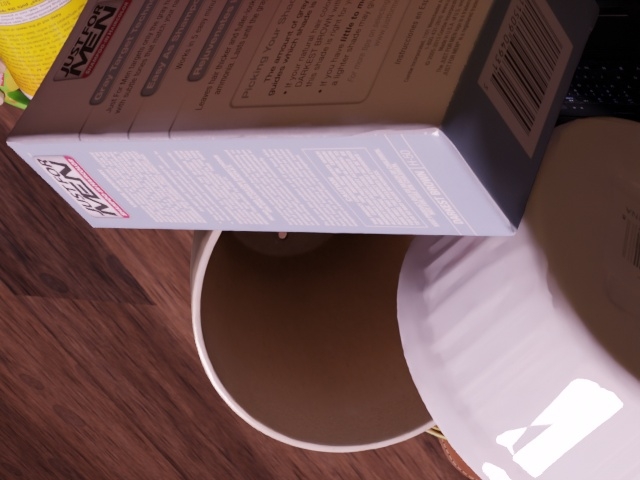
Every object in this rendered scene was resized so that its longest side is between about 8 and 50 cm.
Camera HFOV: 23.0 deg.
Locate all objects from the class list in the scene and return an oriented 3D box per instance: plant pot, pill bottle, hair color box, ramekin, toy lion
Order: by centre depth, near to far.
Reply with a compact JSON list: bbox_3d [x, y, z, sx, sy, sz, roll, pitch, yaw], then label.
[{"bbox_3d":[0.203,0.050,1.055,0.277,0.277,0.135,33,135,-9],"label":"ramekin"},{"bbox_3d":[-0.020,-0.111,1.074,0.374,0.185,0.113,2,147,38],"label":"hair color box"},{"bbox_3d":[0.000,0.000,1.300,0.256,0.256,0.274,42,-175,-23],"label":"plant pot"},{"bbox_3d":[-0.224,-0.188,1.345,0.117,0.117,0.208,11,147,28],"label":"pill bottle"},{"bbox_3d":[-0.279,-0.156,1.532,0.096,0.034,0.100,22,151,-4],"label":"toy lion"}]

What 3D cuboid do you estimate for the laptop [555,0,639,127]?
[{"bbox_3d":[0.203,-0.058,1.166,0.234,0.136,0.264,5,158,34],"label":"laptop"}]

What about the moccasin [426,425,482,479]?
[{"bbox_3d":[0.148,0.138,1.511,0.139,0.147,0.380,20,149,15],"label":"moccasin"}]
